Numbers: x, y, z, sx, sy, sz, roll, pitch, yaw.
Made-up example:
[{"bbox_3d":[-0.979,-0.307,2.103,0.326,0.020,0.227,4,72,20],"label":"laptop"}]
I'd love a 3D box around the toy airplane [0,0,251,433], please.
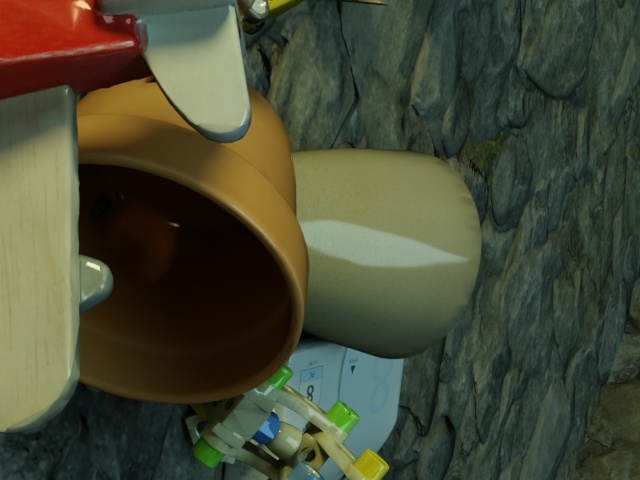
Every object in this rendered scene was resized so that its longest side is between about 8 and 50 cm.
[{"bbox_3d":[-0.234,-0.125,0.757,0.384,0.272,0.386,38,65,-7],"label":"toy airplane"}]

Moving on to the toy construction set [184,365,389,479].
[{"bbox_3d":[-0.072,0.167,1.164,0.215,0.327,0.151,38,79,-17],"label":"toy construction set"}]

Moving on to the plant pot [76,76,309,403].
[{"bbox_3d":[-0.140,-0.023,0.998,0.203,0.290,0.291,-76,155,-46],"label":"plant pot"}]

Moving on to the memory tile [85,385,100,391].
[{"bbox_3d":[-0.217,0.068,1.127,0.113,0.012,0.148,-50,137,-43],"label":"memory tile"}]

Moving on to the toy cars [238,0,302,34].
[{"bbox_3d":[0.009,-0.304,1.141,0.393,0.176,0.087,-30,98,-7],"label":"toy cars"}]

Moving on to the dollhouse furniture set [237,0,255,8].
[{"bbox_3d":[-0.142,-0.314,0.954,0.242,0.212,0.161,34,72,-29],"label":"dollhouse furniture set"}]

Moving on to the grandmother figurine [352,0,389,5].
[{"bbox_3d":[0.060,-0.467,1.381,0.208,0.104,0.343,-19,117,-67],"label":"grandmother figurine"}]

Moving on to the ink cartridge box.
[{"bbox_3d":[-0.007,0.304,1.477,0.308,0.091,0.385,-5,101,-59],"label":"ink cartridge box"}]

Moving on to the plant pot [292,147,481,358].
[{"bbox_3d":[0.000,0.000,1.287,0.274,0.256,0.257,10,89,-45],"label":"plant pot"}]
